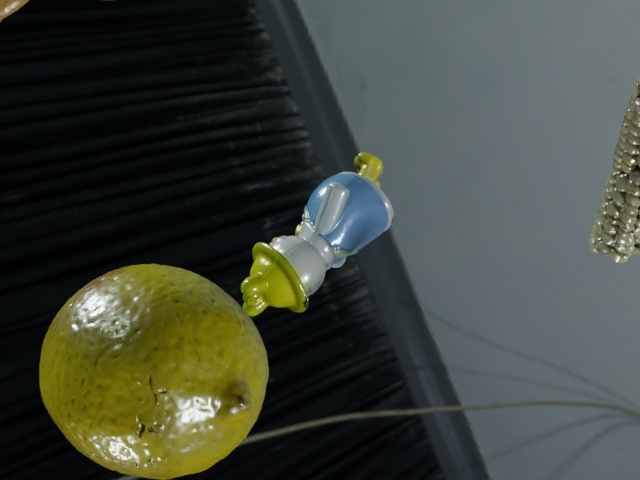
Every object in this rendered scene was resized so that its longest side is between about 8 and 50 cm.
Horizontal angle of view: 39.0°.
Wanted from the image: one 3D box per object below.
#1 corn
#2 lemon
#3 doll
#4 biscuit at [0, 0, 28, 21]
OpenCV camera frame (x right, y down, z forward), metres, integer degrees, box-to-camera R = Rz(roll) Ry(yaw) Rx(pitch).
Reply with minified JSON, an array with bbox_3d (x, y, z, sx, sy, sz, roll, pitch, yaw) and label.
[{"bbox_3d":[0.290,-0.058,0.770,0.087,0.087,0.211,35,141,32],"label":"corn"},{"bbox_3d":[-0.194,0.150,1.052,0.267,0.267,0.267,16,115,40],"label":"lemon"},{"bbox_3d":[-0.001,-0.001,1.043,0.099,0.241,0.135,52,153,-6],"label":"doll"},{"bbox_3d":[-0.240,-0.249,0.564,0.351,0.312,0.057,90,178,-62],"label":"biscuit"}]
